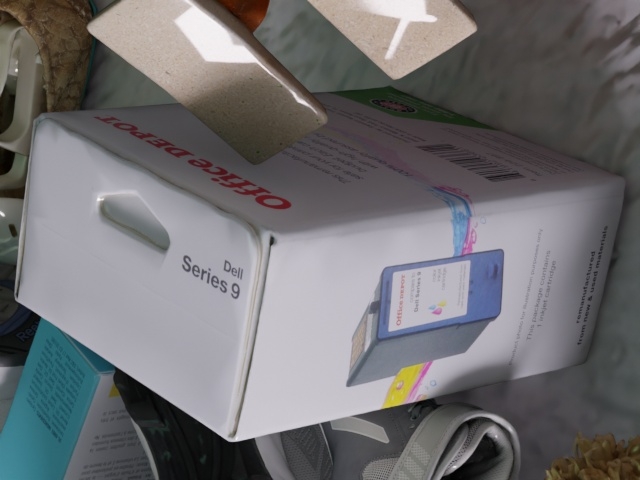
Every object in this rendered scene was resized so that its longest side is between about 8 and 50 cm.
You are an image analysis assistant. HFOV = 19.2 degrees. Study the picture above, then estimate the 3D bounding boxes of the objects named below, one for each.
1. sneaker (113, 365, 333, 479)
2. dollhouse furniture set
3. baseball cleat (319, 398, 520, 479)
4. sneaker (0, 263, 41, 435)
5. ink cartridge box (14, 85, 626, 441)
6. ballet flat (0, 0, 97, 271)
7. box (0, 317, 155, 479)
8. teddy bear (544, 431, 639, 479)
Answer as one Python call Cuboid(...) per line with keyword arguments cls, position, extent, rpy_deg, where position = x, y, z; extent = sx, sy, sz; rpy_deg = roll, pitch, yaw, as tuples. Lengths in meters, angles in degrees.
Cuboid(cls="sneaker", position=(-0.035, 0.098, 0.936), extent=(0.100, 0.108, 0.271), rpy_deg=(-17, 62, 21))
Cuboid(cls="dollhouse furniture set", position=(0.053, -0.175, 0.755), extent=(0.259, 0.135, 0.262), rpy_deg=(-30, 33, 33))
Cuboid(cls="baseball cleat", position=(0.043, 0.085, 0.837), extent=(0.109, 0.072, 0.206), rpy_deg=(-38, 34, 30))
Cuboid(cls="sneaker", position=(-0.274, 0.082, 1.116), extent=(0.297, 0.111, 0.129), rpy_deg=(7, 128, 24))
Cuboid(cls="ink cartridge box", position=(0.000, 0.000, 0.807), extent=(0.154, 0.212, 0.093), rpy_deg=(26, 113, 41))
Cuboid(cls="ballet flat", position=(-0.176, -0.049, 1.094), extent=(0.073, 0.067, 0.206), rpy_deg=(15, 104, 43))
Cuboid(cls="box", position=(-0.132, 0.150, 1.040), extent=(0.060, 0.101, 0.244), rpy_deg=(43, 122, 37))
Cuboid(cls="teddy bear", position=(0.135, 0.211, 0.777), extent=(0.338, 0.113, 0.245), rpy_deg=(-47, 51, 45))
